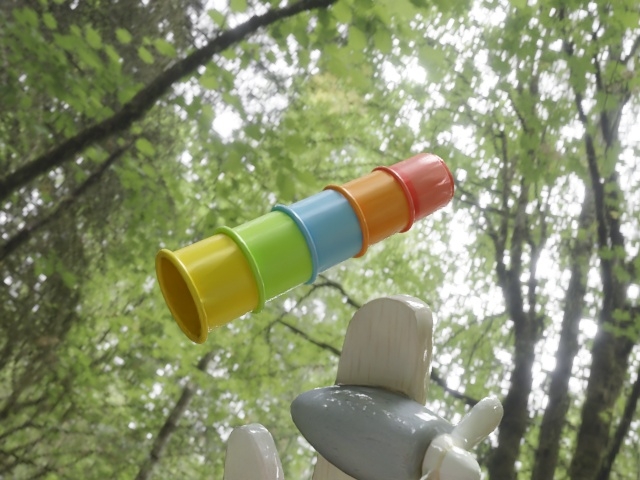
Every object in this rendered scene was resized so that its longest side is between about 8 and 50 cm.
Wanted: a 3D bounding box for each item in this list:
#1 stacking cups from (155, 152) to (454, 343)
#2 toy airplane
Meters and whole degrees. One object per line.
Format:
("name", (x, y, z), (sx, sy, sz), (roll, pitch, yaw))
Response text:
("stacking cups", (0.000, 0.000, 0.909), (0.096, 0.316, 0.096), (43, -36, 41))
("toy airplane", (0.026, 0.286, 0.678), (0.384, 0.272, 0.386), (-37, -97, 22))
